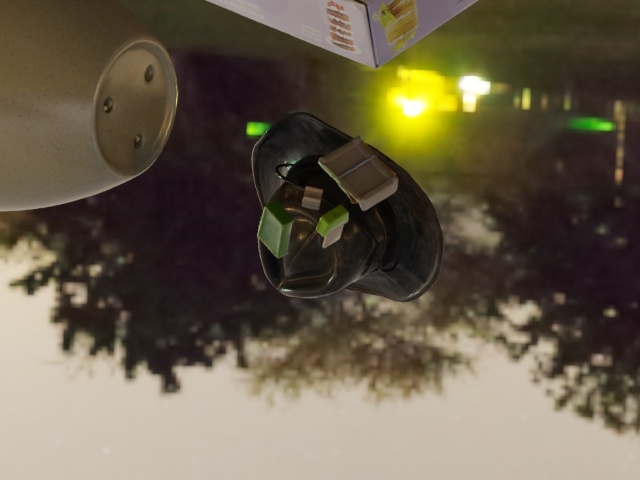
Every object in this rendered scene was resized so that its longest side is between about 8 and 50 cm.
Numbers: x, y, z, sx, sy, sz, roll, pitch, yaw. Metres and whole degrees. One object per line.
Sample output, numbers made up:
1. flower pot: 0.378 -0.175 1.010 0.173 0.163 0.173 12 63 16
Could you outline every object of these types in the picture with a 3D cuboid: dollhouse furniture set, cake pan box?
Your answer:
1. dollhouse furniture set: 0.007 -0.040 1.557 0.152 0.058 0.076 -32 -114 -27
2. cake pan box: 0.034 -0.263 1.237 0.267 0.070 0.246 27 -130 38

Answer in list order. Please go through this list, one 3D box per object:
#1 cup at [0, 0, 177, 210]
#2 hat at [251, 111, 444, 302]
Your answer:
1. cup: -0.313 -0.175 1.715 0.237 0.331 0.331 14 -171 27
2. hat: 0.000 0.000 1.874 0.331 0.331 0.134 6 -135 44
